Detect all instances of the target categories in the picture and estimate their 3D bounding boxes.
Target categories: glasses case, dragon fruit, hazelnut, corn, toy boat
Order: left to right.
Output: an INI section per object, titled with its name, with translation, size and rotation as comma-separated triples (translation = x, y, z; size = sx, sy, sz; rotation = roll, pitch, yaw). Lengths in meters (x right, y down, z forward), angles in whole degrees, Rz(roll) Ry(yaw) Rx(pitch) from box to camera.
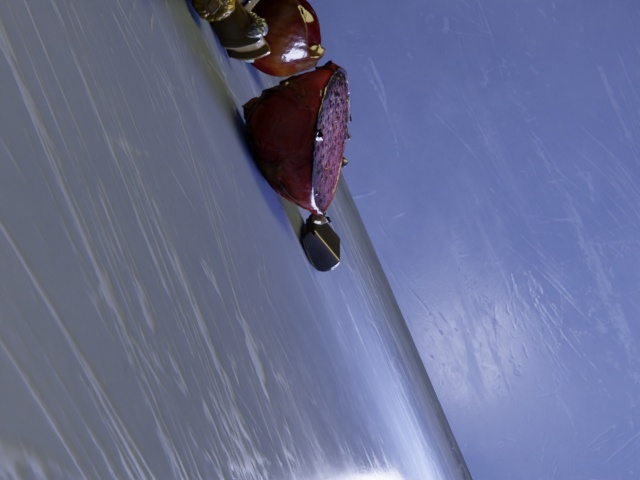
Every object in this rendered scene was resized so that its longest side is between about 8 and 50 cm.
[corn]
translation = -0.162, -0.379, 1.544
size = 0.207, 0.068, 0.068
rotation = -104, 170, -63
[toy boat]
translation = -0.149, -0.444, 1.694
size = 0.321, 0.122, 0.089
rotation = 69, 11, 22
[hazelnut]
translation = -0.079, -0.406, 1.997
size = 0.170, 0.161, 0.202
rotation = 66, 11, 1
[dragon fruit]
translation = -0.047, -0.153, 1.495
size = 0.223, 0.148, 0.218
rotation = 76, 25, -62
[glasses case]
translation = 0.000, 0.000, 1.684
size = 0.072, 0.042, 0.190
rotation = 59, 7, -9

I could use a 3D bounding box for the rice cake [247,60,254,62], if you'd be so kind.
[rice cake]
translation = -0.169, -0.424, 1.820
size = 0.124, 0.038, 0.211
rotation = 43, 25, -76
